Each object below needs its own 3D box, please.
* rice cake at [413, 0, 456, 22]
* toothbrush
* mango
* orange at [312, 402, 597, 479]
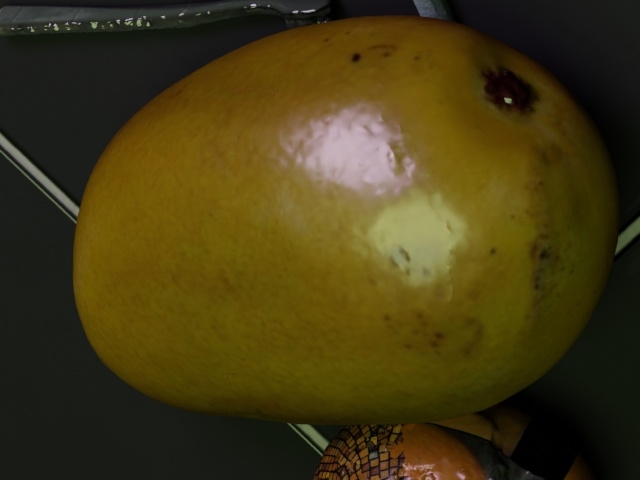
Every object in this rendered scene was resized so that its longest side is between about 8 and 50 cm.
[{"bbox_3d":[0.076,-0.180,1.219,0.021,0.022,0.121,-10,117,37],"label":"rice cake"},{"bbox_3d":[-0.128,-0.171,1.312,0.297,0.030,0.030,1,123,21],"label":"toothbrush"},{"bbox_3d":[0.000,0.000,1.226,0.446,0.232,0.300,-17,110,36],"label":"mango"},{"bbox_3d":[0.103,0.226,1.315,0.234,0.182,0.234,10,128,13],"label":"orange"}]
